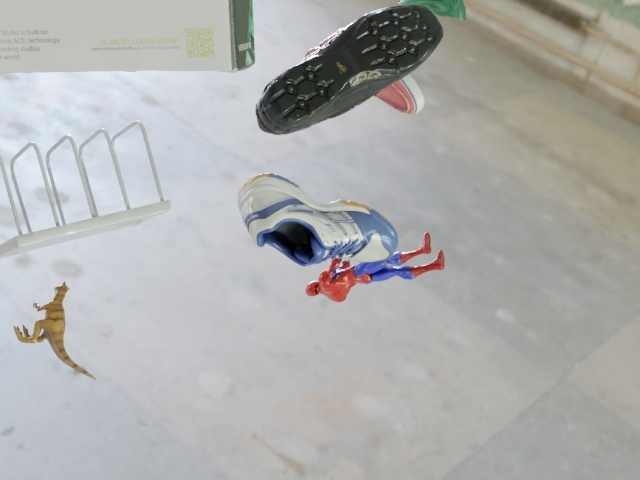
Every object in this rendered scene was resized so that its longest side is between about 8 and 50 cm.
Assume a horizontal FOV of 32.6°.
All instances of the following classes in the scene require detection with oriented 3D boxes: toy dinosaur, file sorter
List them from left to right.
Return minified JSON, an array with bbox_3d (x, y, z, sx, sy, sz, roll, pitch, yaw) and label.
[{"bbox_3d":[-0.459,0.154,1.875,0.112,0.064,0.211,-18,55,3],"label":"toy dinosaur"},{"bbox_3d":[-0.441,-0.090,1.922,0.277,0.173,0.193,-16,0,-29],"label":"file sorter"}]

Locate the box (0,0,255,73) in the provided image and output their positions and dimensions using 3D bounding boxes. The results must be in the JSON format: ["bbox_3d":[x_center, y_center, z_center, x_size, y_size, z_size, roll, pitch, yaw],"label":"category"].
[{"bbox_3d":[-0.167,-0.274,0.735,0.232,0.322,0.058,2,16,12],"label":"box"}]

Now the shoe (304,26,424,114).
[{"bbox_3d":[0.060,-0.226,1.553,0.081,0.063,0.178,-36,69,-28],"label":"shoe"}]

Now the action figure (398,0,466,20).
[{"bbox_3d":[0.195,-0.453,1.940,0.063,0.137,0.232,-3,9,-31],"label":"action figure"}]

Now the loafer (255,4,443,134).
[{"bbox_3d":[0.027,-0.176,1.129,0.223,0.078,0.076,-32,92,-19],"label":"loafer"}]

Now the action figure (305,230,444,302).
[{"bbox_3d":[0.094,0.033,2.089,0.091,0.280,0.139,51,30,-37],"label":"action figure"}]

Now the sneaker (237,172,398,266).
[{"bbox_3d":[0.000,0.000,1.749,0.296,0.112,0.131,16,39,-28],"label":"sneaker"}]
